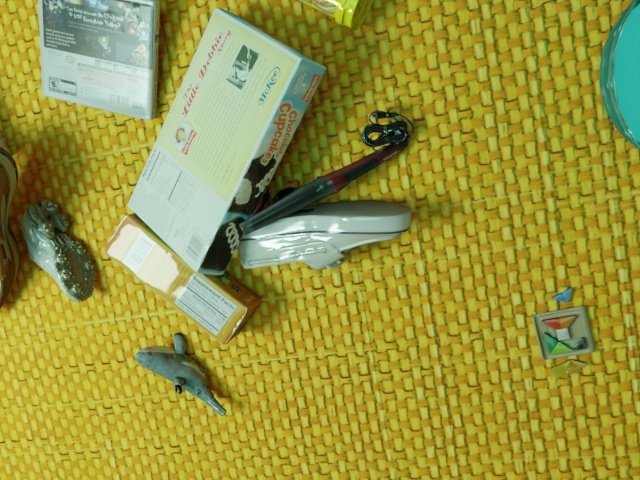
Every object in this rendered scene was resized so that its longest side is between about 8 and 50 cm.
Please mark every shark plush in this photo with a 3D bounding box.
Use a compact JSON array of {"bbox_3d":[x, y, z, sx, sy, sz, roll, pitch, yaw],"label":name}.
[{"bbox_3d":[-0.219,0.224,1.027,0.073,0.067,0.161,-40,89,17],"label":"shark plush"}]

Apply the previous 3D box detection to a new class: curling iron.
[{"bbox_3d":[0.006,-0.090,0.893,0.274,0.035,0.068,-35,100,0],"label":"curling iron"}]

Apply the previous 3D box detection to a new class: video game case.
[{"bbox_3d":[-0.329,-0.282,0.970,0.190,0.022,0.173,15,116,11],"label":"video game case"}]

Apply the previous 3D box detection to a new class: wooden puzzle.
[{"bbox_3d":[0.335,0.129,0.899,0.078,0.014,0.116,-21,94,16],"label":"wooden puzzle"}]

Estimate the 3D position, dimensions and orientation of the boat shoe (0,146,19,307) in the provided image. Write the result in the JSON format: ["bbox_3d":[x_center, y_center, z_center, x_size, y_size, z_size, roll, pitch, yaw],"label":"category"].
[{"bbox_3d":[-0.533,0.005,0.990,0.122,0.120,0.324,9,128,-13],"label":"boat shoe"}]

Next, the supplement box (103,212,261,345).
[{"bbox_3d":[-0.206,0.054,0.989,0.233,0.078,0.080,39,103,4],"label":"supplement box"}]

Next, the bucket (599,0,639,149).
[{"bbox_3d":[0.452,-0.197,0.724,0.281,0.183,0.281,3,101,14],"label":"bucket"}]

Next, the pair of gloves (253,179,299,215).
[{"bbox_3d":[-0.072,-0.058,0.942,0.083,0.074,0.010,-5,132,14],"label":"pair of gloves"}]

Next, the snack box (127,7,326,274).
[{"bbox_3d":[-0.140,-0.137,0.911,0.187,0.060,0.322,39,109,32],"label":"snack box"}]

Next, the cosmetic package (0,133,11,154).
[{"bbox_3d":[-0.680,-0.132,1.057,0.309,0.113,0.160,-28,92,18],"label":"cosmetic package"}]

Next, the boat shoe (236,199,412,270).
[{"bbox_3d":[0.000,0.000,0.919,0.267,0.096,0.088,-5,106,17],"label":"boat shoe"}]

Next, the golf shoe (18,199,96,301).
[{"bbox_3d":[-0.427,0.025,1.056,0.086,0.069,0.176,-28,87,35],"label":"golf shoe"}]

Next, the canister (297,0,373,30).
[{"bbox_3d":[-0.005,-0.371,0.865,0.169,0.073,0.126,27,105,10],"label":"canister"}]
